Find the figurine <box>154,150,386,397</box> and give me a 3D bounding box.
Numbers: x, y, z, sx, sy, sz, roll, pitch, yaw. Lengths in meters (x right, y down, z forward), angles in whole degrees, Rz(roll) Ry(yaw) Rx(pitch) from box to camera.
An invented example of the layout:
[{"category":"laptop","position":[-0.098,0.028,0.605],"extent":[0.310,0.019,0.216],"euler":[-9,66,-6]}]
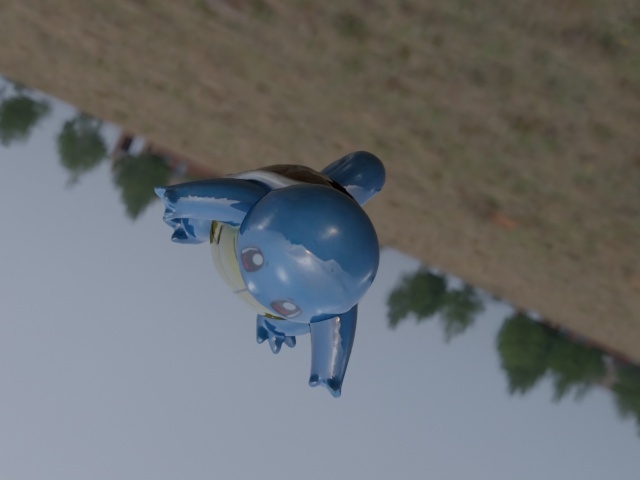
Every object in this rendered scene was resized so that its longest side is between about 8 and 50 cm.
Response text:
[{"category":"figurine","position":[-0.033,0.017,1.790],"extent":[0.298,0.243,0.416],"euler":[59,-169,-8]}]
